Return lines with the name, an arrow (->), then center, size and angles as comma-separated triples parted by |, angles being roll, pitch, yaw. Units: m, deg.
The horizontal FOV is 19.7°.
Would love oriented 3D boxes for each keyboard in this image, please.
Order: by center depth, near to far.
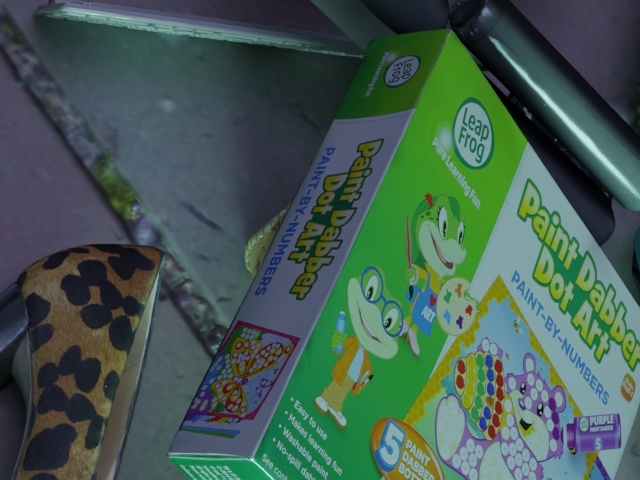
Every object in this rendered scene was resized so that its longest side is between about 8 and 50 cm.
keyboard -> -0.023, -0.109, 1.000 | 0.256, 0.072, 0.014 | 5, 99, -21

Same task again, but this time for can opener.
can opener -> 0.074, -0.090, 0.952 | 0.280, 0.074, 0.093 | 40, 25, -28

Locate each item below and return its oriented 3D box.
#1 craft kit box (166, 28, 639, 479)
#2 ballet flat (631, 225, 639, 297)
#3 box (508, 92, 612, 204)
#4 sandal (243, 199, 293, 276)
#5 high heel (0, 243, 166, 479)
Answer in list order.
craft kit box -> 0.061, 0.072, 0.888 | 0.250, 0.061, 0.247 | 50, 49, -36
ballet flat -> 0.219, 0.078, 1.019 | 0.074, 0.074, 0.203 | 7, 59, -20
box -> 0.137, -0.044, 1.067 | 0.067, 0.018, 0.083 | 19, 61, -15
sandal -> 0.001, 0.004, 0.968 | 0.079, 0.088, 0.240 | 4, 53, 13
high heel -> -0.078, 0.122, 0.849 | 0.186, 0.093, 0.261 | -38, 76, -26
